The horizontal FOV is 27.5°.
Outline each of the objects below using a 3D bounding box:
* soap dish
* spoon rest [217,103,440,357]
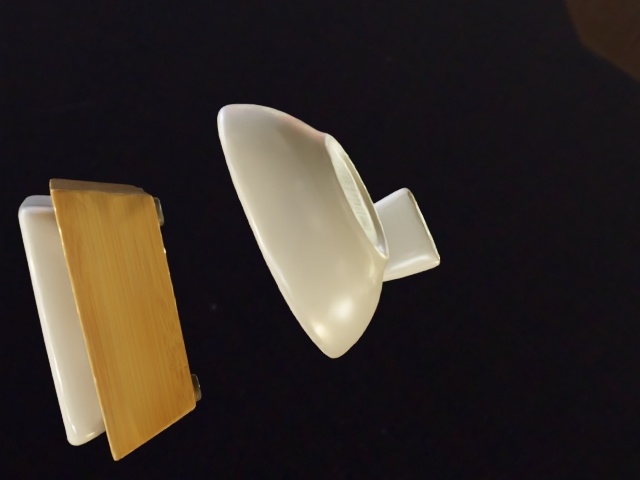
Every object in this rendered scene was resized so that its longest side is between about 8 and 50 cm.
[{"bbox_3d":[-0.194,0.054,1.193,0.118,0.229,0.291,-13,-173,-11],"label":"soap dish"},{"bbox_3d":[0.000,0.000,0.722,0.137,0.084,0.276,66,-167,10],"label":"spoon rest"}]
